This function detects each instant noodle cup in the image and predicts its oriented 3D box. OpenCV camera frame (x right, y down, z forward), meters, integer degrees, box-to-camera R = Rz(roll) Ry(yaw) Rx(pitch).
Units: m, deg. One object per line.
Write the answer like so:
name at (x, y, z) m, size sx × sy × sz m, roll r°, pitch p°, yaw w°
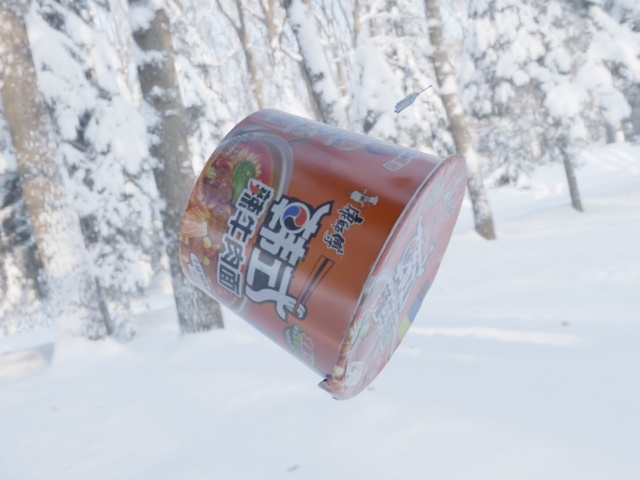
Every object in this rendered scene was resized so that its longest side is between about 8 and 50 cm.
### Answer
instant noodle cup at (0.000, 0.000, 0.690) m, size 0.192 × 0.250 × 0.250 m, roll 25°, pitch 17°, yaw 19°

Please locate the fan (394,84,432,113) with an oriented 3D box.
fan at (0.171, -0.264, 1.334) m, size 0.083 × 0.004 × 0.056 m, roll -29°, pitch 25°, yaw 25°
